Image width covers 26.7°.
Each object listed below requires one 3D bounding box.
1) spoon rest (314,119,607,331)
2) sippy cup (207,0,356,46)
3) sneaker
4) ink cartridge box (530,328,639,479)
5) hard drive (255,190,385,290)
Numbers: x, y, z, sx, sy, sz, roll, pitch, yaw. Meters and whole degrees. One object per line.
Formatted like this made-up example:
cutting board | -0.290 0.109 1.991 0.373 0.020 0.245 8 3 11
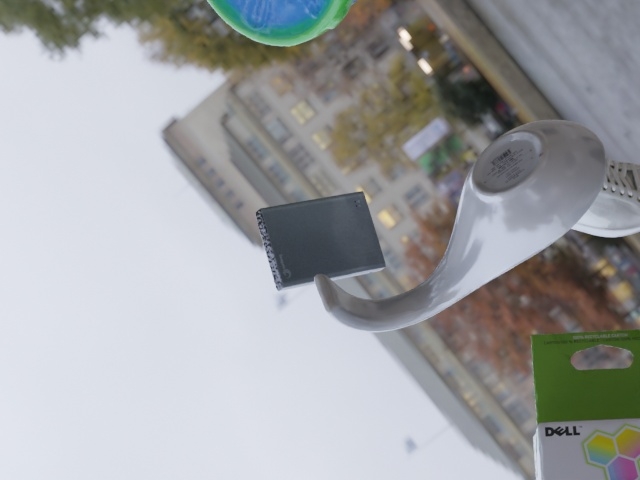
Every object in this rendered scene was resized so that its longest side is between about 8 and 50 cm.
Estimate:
spoon rest | 0.129 -0.008 1.182 0.084 0.276 0.137 48 -166 -37
sippy cup | 0.000 -0.363 1.527 0.305 0.240 0.224 31 -140 23
sneaker | 0.371 -0.076 1.835 0.123 0.290 0.106 114 150 -56
ink cartridge box | 0.358 0.229 1.672 0.097 0.188 0.255 65 -158 -74
hard drive | 0.000 0.000 1.527 0.022 0.135 0.094 -36 68 60
